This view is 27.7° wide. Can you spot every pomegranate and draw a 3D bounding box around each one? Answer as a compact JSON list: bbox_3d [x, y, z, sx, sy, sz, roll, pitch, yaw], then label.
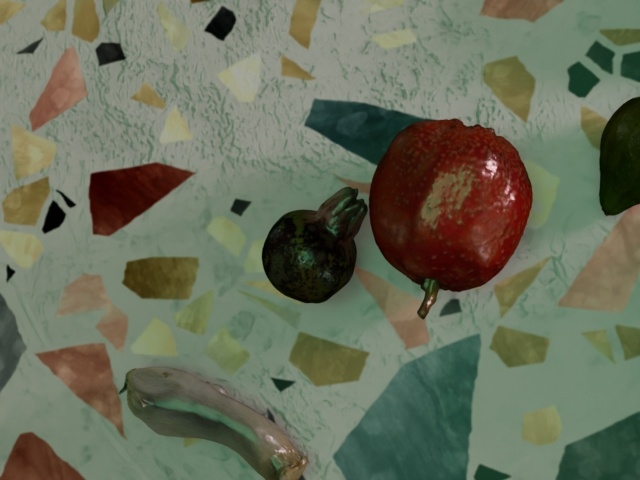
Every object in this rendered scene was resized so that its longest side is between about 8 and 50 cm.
[{"bbox_3d":[0.004,0.011,1.690,0.163,0.138,0.126,-24,93,23],"label":"pomegranate"}]

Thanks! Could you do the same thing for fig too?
[{"bbox_3d":[0.395,-0.099,1.619,0.123,0.123,0.156,44,109,13],"label":"fig"}]

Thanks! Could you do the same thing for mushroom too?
[{"bbox_3d":[-0.144,0.245,1.739,0.278,0.099,0.096,23,97,11],"label":"mushroom"}]

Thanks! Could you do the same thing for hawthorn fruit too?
[{"bbox_3d":[0.156,-0.026,1.631,0.205,0.205,0.253,17,91,14],"label":"hawthorn fruit"}]
